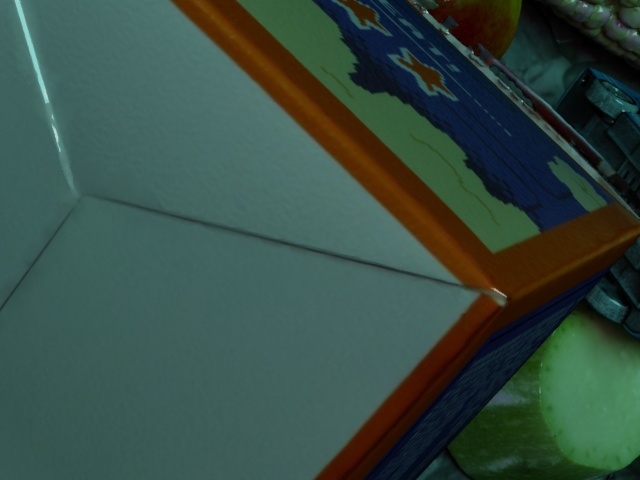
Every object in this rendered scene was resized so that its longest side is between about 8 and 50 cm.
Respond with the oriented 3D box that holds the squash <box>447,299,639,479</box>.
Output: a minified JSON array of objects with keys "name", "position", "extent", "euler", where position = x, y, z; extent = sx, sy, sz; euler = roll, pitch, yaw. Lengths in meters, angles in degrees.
[{"name":"squash","position":[0.174,0.110,1.054],"extent":[0.170,0.123,0.170],"euler":[2,85,-26]}]

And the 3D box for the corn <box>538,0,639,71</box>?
[{"name":"corn","position":[0.243,-0.221,1.152],"extent":[0.335,0.126,0.126],"euler":[29,68,-21]}]

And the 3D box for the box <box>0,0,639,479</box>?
[{"name":"box","position":[-0.084,0.020,0.692],"extent":[0.318,0.348,0.257],"euler":[44,23,15]}]

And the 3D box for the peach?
[{"name":"peach","position":[0.075,-0.187,1.058],"extent":[0.118,0.151,0.151],"euler":[-28,93,-42]}]

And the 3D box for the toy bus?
[{"name":"toy bus","position":[0.249,-0.020,1.046],"extent":[0.134,0.246,0.113],"euler":[21,114,-28]}]
